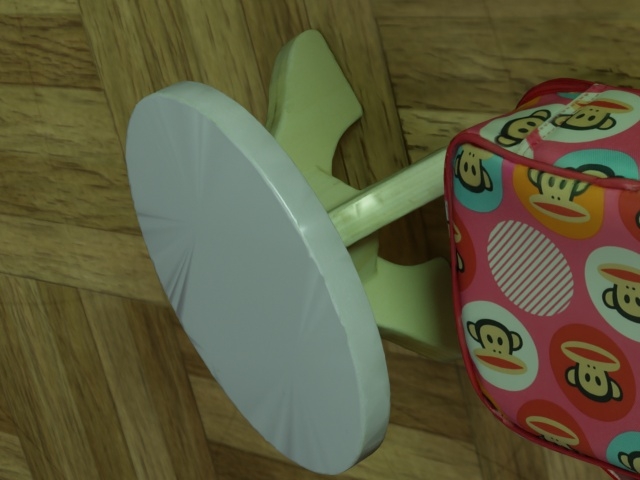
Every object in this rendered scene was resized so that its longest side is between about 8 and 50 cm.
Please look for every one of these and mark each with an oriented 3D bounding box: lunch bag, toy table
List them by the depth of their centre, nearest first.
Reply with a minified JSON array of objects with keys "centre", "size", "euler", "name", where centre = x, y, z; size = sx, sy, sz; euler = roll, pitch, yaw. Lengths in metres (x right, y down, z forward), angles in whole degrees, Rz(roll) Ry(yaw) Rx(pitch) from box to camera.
[{"centre":[0.212,0.052,0.989],"size":[0.293,0.120,0.258],"euler":[17,127,41],"name":"lunch bag"},{"centre":[0.000,0.000,1.160],"size":[0.252,0.161,0.274],"euler":[-7,109,51],"name":"toy table"}]
